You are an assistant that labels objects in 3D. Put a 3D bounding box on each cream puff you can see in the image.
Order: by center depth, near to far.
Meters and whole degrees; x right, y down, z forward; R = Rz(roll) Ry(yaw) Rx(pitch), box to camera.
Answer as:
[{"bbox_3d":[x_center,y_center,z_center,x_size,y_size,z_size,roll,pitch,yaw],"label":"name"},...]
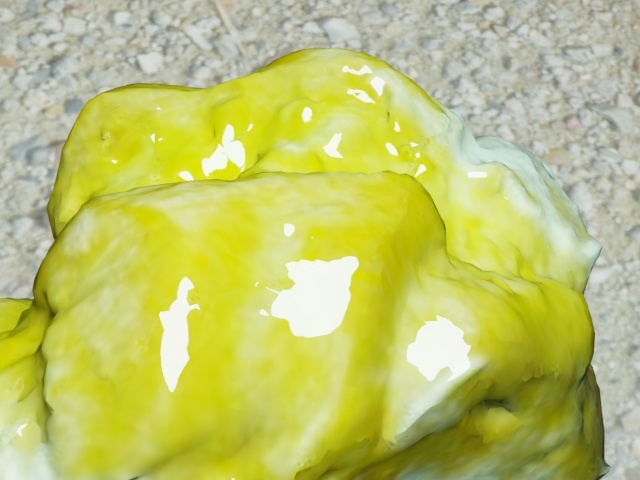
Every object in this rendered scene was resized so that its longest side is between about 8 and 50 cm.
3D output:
[{"bbox_3d":[-0.048,0.072,0.568,0.378,0.378,0.275,-28,54,-24],"label":"cream puff"}]
